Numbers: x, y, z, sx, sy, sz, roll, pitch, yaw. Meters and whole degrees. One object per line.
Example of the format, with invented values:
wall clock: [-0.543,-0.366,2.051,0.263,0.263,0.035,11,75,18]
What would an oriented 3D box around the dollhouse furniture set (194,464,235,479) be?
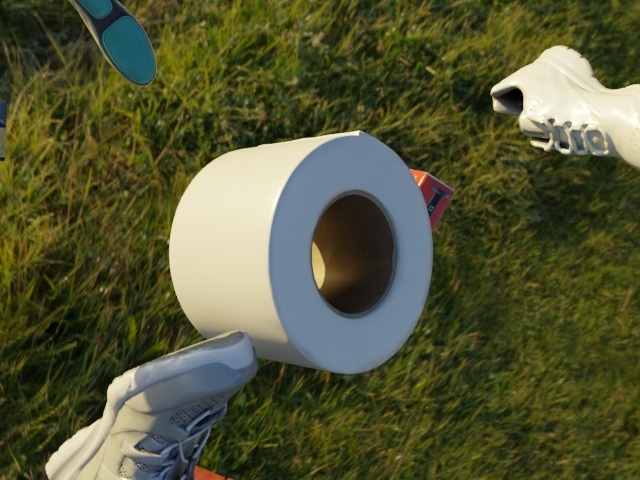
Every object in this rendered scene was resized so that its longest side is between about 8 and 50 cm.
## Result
dollhouse furniture set: [-0.237,0.538,1.182,0.152,0.374,0.201,16,96,13]

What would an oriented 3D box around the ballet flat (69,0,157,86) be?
ballet flat: [-0.371,-0.382,1.259,0.086,0.086,0.248,-48,123,-32]

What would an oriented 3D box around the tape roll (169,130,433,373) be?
tape roll: [-0.017,0.013,0.792,0.246,0.169,0.246,0,89,-44]

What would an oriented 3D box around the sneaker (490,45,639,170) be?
sneaker: [0.334,-0.147,0.925,0.129,0.111,0.297,-26,36,-10]

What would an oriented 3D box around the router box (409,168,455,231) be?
router box: [0.129,-0.018,1.637,0.082,0.335,0.301,30,90,-19]

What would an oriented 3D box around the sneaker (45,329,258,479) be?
sneaker: [-0.125,0.172,0.604,0.105,0.281,0.115,-16,66,-48]

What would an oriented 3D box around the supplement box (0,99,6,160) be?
supplement box: [-0.542,-0.177,1.149,0.083,0.083,0.056,2,51,-24]
